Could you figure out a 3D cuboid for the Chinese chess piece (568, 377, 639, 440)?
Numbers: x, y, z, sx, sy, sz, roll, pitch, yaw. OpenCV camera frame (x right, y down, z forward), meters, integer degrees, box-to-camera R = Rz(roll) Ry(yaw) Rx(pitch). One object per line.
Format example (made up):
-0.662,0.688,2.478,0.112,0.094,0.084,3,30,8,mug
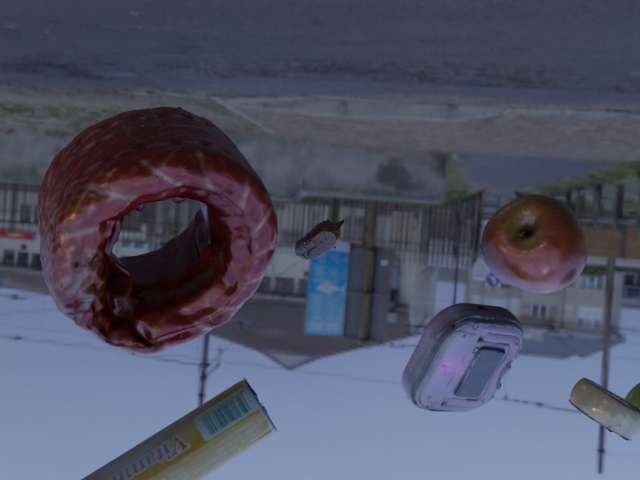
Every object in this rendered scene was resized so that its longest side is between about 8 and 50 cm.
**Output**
0.464,0.271,1.299,0.122,0.051,0.122,30,-174,-4,Chinese chess piece

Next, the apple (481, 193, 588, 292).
0.382,0.010,1.426,0.199,0.199,0.199,4,-178,0,apple

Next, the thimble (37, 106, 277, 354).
-0.248,-0.021,1.203,0.350,0.350,0.230,3,-153,-29,thimble

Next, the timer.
0.245,0.205,1.371,0.191,0.208,0.069,8,-154,-30,timer

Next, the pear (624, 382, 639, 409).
0.802,0.371,1.682,0.286,0.176,0.282,40,173,23,pear

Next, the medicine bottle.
-0.263,0.346,1.124,0.426,0.108,0.108,-30,-171,-11,medicine bottle

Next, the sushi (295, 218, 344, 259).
-0.002,-0.003,1.550,0.118,0.061,0.060,-22,-159,10,sushi
